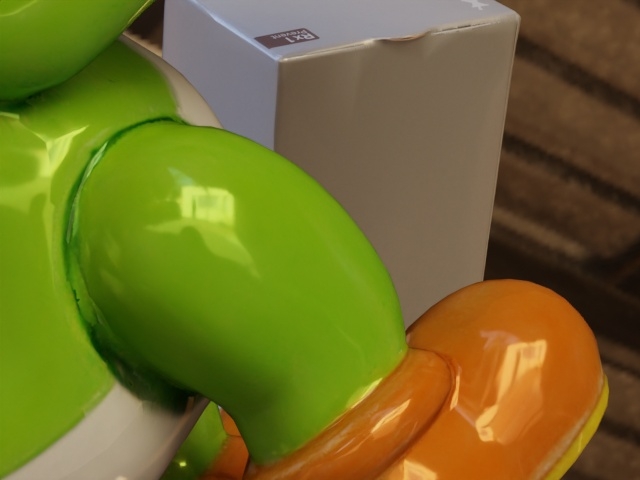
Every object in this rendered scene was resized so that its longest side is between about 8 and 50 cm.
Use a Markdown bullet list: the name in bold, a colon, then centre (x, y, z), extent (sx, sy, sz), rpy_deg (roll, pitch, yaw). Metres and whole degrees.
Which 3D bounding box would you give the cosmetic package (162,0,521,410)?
- **cosmetic package**: centre (0.000, 0.000, 0.821), extent (0.127, 0.107, 0.238), rpy_deg (-12, -61, -32)

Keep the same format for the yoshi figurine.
- **yoshi figurine**: centre (-0.095, -0.058, 0.484), extent (0.362, 0.203, 0.203), rpy_deg (43, -86, -14)
